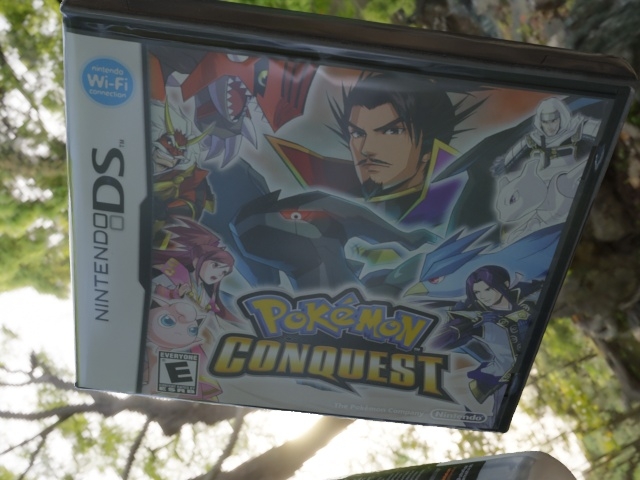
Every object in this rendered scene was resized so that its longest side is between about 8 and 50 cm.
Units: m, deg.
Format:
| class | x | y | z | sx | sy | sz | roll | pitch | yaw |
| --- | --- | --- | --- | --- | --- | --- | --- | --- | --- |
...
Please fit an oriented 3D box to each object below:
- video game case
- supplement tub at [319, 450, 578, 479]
| class | x | y | z | sx | sy | sz | roll | pitch | yaw |
| --- | --- | --- | --- | --- | --- | --- | --- | --- | --- |
| video game case | 0.000 | 0.000 | 0.490 | 0.035 | 0.274 | 0.248 | -88 | 6 | -55 |
| supplement tub | 0.088 | 0.312 | 0.837 | 0.193 | 0.316 | 0.194 | 30 | -128 | -48 |
